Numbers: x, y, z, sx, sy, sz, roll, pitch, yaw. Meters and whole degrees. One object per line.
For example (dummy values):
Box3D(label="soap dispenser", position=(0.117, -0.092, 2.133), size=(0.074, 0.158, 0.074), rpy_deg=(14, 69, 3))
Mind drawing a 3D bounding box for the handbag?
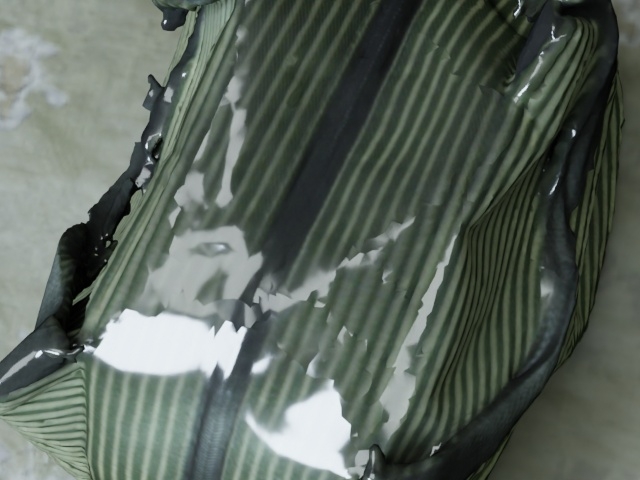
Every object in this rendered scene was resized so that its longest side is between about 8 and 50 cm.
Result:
Box3D(label="handbag", position=(0.000, 0.000, 0.857), size=(0.247, 0.240, 0.341), rpy_deg=(22, 87, 12))
